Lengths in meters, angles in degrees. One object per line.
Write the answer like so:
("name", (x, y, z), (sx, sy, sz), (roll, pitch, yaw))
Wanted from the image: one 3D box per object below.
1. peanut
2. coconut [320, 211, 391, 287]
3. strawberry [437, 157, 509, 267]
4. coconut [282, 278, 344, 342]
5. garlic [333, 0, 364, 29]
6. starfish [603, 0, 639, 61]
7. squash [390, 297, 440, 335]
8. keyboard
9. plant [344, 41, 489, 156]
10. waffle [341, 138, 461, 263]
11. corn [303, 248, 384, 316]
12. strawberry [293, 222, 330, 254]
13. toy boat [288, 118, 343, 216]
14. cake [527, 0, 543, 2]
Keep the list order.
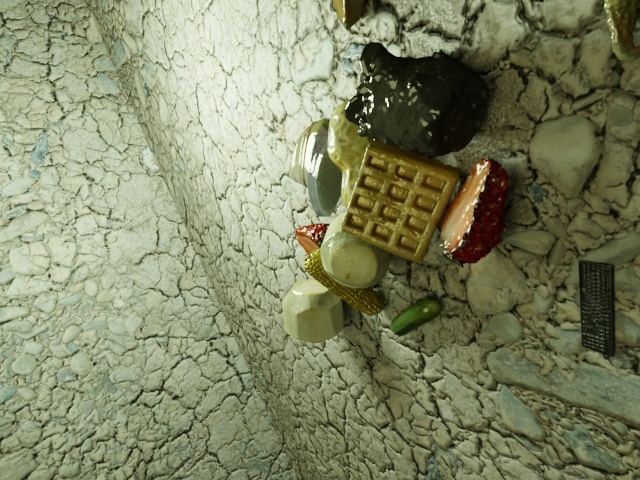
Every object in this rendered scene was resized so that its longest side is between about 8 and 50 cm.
("peanut", (0.100, -0.210, 1.152), (0.147, 0.147, 0.305), (-2, 109, 56))
("coconut", (0.107, 0.018, 1.245), (0.202, 0.222, 0.202), (6, 117, 11))
("strawberry", (0.346, -0.053, 0.929), (0.111, 0.190, 0.236), (18, 123, -1))
("coconut", (-0.025, 0.259, 1.571), (0.241, 0.241, 0.241), (33, 136, 40))
("garlic", (0.050, -0.643, 0.977), (0.143, 0.112, 0.318), (-118, 17, -52))
("starfish", (0.332, -0.450, 0.548), (0.082, 0.324, 0.431), (-125, 30, -60))
("squash", (0.269, 0.222, 1.266), (0.066, 0.066, 0.229), (56, 148, 15))
("keyboard", (0.542, 0.134, 0.861), (0.064, 0.010, 0.197), (12, 120, 54))
("plant", (0.194, -0.299, 0.925), (0.276, 0.189, 0.198), (36, 140, 35))
("waffle", (0.185, -0.091, 1.054), (0.221, 0.055, 0.247), (23, 115, 12))
("corn", (0.067, 0.124, 1.367), (0.310, 0.101, 0.101), (37, 152, -16))
("strawberry", (0.004, 0.011, 1.488), (0.174, 0.098, 0.228), (60, 161, -19))
("toy boat", (-0.023, -0.241, 1.357), (0.293, 0.111, 0.275), (51, 139, 39))
("cake", (0.386, -0.446, 0.700), (0.140, 0.055, 0.051), (-36, 78, 39))
